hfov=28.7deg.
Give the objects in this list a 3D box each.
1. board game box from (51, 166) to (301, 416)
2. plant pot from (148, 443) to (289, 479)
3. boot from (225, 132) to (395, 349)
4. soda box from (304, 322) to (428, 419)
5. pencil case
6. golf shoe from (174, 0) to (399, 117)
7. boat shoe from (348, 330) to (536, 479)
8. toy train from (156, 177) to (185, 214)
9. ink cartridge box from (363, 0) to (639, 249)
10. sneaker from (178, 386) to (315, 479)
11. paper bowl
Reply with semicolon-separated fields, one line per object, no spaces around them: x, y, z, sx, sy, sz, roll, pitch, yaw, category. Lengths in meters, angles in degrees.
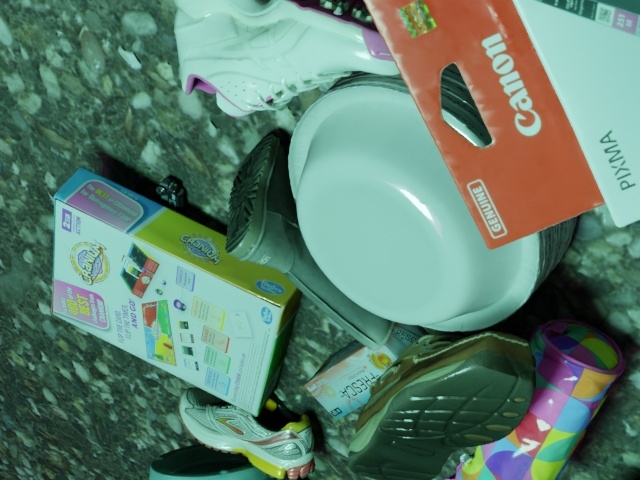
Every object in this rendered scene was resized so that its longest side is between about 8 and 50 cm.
-0.189;0.069;1.589;0.317;0.064;0.242;26;139;9;board game box
-0.143;0.394;1.744;0.293;0.293;0.196;0;98;42;plant pot
-0.001;0.000;1.368;0.209;0.189;0.076;28;138;-23;boot
0.058;0.149;1.483;0.063;0.058;0.183;47;143;-4;soda box
0.218;0.190;1.286;0.104;0.104;0.236;33;117;15;pencil case
-0.029;-0.175;1.180;0.306;0.115;0.140;22;110;44;golf shoe
0.114;0.153;1.291;0.123;0.119;0.324;18;149;-15;boat shoe
-0.181;-0.013;1.578;0.036;0.027;0.158;17;136;17;toy train
0.192;-0.134;1.013;0.239;0.060;0.275;-23;111;15;ink cartridge box
-0.097;0.241;1.704;0.225;0.088;0.092;17;114;30;sneaker
0.091;-0.033;1.216;0.284;0.148;0.284;25;138;25;paper bowl
